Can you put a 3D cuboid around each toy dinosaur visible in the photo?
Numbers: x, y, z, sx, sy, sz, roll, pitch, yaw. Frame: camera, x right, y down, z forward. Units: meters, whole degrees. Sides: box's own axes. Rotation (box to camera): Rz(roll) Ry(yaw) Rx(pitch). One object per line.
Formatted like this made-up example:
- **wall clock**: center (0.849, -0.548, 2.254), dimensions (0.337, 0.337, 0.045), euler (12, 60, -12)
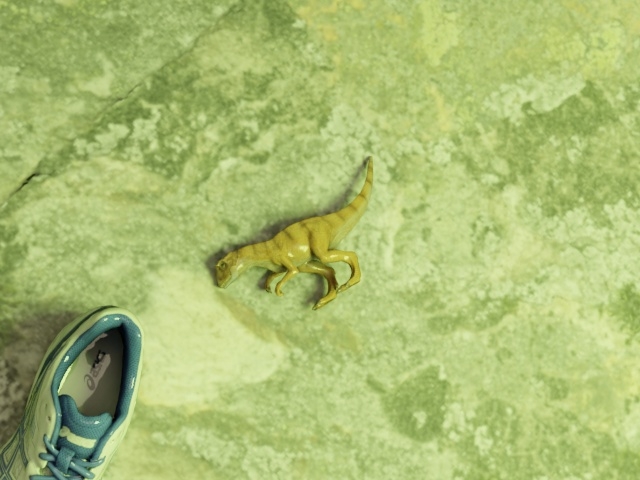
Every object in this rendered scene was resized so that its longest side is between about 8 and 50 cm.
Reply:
- **toy dinosaur**: center (0.000, 0.000, 1.665), dimensions (0.212, 0.064, 0.112), euler (-28, 83, -20)

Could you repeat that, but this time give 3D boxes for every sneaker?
- **sneaker**: center (-0.237, 0.192, 1.515), dimensions (0.112, 0.131, 0.296), euler (19, 73, -11)
